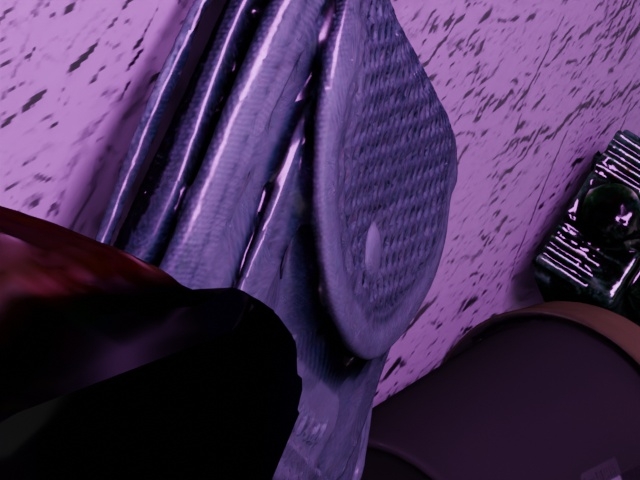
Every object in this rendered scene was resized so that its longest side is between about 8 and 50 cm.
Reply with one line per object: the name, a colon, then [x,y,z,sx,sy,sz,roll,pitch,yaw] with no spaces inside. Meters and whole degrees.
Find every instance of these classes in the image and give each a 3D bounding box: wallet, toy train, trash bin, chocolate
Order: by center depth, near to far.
chocolate: [-0.165,0.082,0.555,0.283,0.186,0.283,-45,161,-20]
wallet: [0.000,0.000,0.933,0.342,0.075,0.237,53,55,-66]
trash bin: [0.131,0.163,1.281,0.334,0.214,0.214,-24,138,-49]
toy train: [0.270,0.044,1.479,0.138,0.178,0.330,-58,157,-8]
